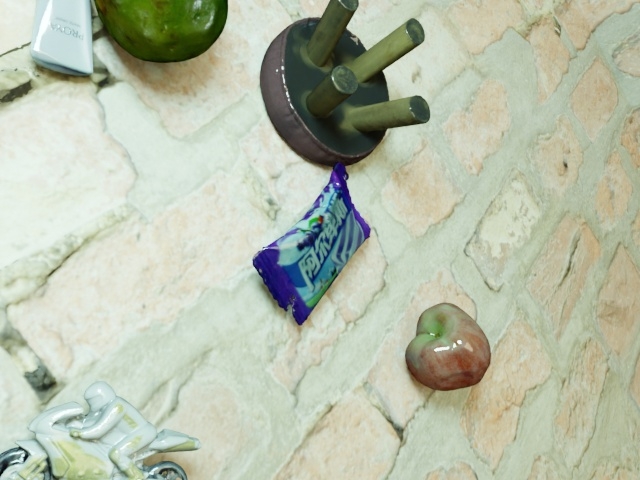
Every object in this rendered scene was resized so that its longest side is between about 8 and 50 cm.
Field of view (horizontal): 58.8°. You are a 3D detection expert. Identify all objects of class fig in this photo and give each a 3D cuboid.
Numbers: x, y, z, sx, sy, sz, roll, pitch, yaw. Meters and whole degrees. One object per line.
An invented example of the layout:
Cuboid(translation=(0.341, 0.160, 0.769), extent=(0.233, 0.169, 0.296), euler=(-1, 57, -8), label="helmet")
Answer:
Cuboid(translation=(-0.203, -0.361, 0.794), extent=(0.195, 0.195, 0.245), euler=(53, 55, -14), label="fig")

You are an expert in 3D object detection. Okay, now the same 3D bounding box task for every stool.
Cuboid(translation=(0.051, -0.278, 0.977), extent=(0.271, 0.178, 0.272), euler=(11, 72, -34), label="stool")

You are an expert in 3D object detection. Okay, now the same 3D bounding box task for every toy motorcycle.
Cuboid(translation=(-0.252, 0.244, 0.660), extent=(0.228, 0.074, 0.151), euler=(16, 73, -24), label="toy motorcycle")

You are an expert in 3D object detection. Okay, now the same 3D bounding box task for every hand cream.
Cuboid(translation=(-0.346, -0.346, 0.767), extent=(0.079, 0.048, 0.256), euler=(5, 75, -39), label="hand cream")

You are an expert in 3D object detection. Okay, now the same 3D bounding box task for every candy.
Cuboid(translation=(0.000, 0.000, 0.934), extent=(0.145, 0.070, 0.275), euler=(57, 49, -22), label="candy")

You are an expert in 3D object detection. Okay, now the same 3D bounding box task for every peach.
Cuboid(translation=(0.227, 0.202, 1.024), extent=(0.152, 0.152, 0.152), euler=(12, 70, -36), label="peach")
